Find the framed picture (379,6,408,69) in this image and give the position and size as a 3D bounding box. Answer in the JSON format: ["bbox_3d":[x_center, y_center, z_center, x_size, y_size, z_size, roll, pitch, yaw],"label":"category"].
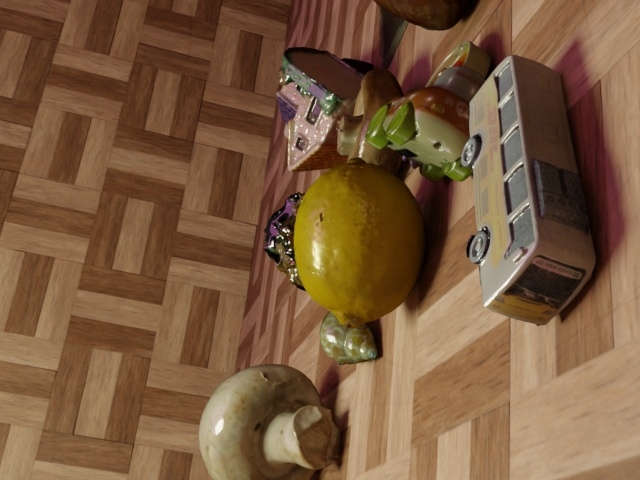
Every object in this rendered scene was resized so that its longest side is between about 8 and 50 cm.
[{"bbox_3d":[0.179,-0.565,2.028,0.209,0.019,0.281,115,163,-48],"label":"framed picture"}]

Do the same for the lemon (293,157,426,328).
[{"bbox_3d":[0.066,0.001,1.459,0.236,0.236,0.263,-107,35,-67],"label":"lemon"}]

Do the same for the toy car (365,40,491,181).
[{"bbox_3d":[0.197,-0.220,1.363,0.235,0.145,0.235,-55,14,21],"label":"toy car"}]

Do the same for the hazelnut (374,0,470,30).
[{"bbox_3d":[0.174,-0.478,1.521,0.234,0.218,0.218,-93,19,-51],"label":"hazelnut"}]

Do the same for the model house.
[{"bbox_3d":[-0.013,-0.290,1.974,0.237,0.202,0.237,40,124,26],"label":"model house"}]

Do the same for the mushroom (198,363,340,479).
[{"bbox_3d":[-0.096,0.411,1.770,0.290,0.297,0.298,6,83,54],"label":"mushroom"}]

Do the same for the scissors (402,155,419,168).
[{"bbox_3d":[0.199,-0.219,1.515,0.100,0.015,0.189,24,-87,-58],"label":"scissors"}]

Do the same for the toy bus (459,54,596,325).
[{"bbox_3d":[0.248,-0.069,1.029,0.138,0.097,0.343,125,157,-45],"label":"toy bus"}]

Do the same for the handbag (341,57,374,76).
[{"bbox_3d":[0.042,-0.328,2.206,0.285,0.113,0.257,-177,94,-71],"label":"handbag"}]

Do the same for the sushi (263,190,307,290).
[{"bbox_3d":[0.001,0.000,1.813,0.219,0.238,0.225,156,137,-83],"label":"sushi"}]

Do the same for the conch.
[{"bbox_3d":[0.053,0.184,1.663,0.173,0.106,0.116,60,-160,-81],"label":"conch"}]

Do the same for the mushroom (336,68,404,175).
[{"bbox_3d":[0.105,-0.211,1.717,0.278,0.146,0.278,-174,90,-87],"label":"mushroom"}]
